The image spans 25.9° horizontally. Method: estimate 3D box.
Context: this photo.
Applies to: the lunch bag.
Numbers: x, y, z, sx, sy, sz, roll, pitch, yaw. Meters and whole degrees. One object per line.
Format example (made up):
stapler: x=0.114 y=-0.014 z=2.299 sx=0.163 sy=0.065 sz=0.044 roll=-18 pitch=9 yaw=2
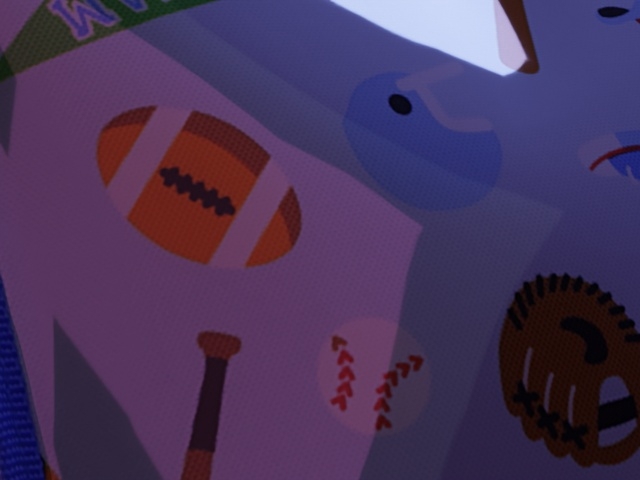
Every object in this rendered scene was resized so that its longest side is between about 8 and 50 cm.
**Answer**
lunch bag: x=0.000 y=0.000 z=0.475 sx=0.328 sy=0.239 sz=0.385 roll=-9 pitch=76 yaw=-31
